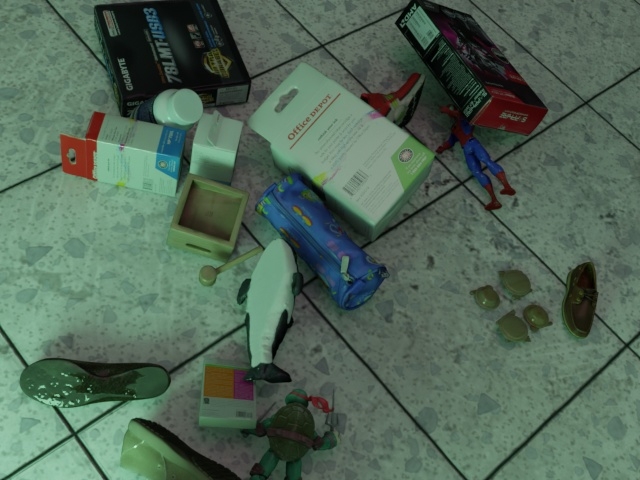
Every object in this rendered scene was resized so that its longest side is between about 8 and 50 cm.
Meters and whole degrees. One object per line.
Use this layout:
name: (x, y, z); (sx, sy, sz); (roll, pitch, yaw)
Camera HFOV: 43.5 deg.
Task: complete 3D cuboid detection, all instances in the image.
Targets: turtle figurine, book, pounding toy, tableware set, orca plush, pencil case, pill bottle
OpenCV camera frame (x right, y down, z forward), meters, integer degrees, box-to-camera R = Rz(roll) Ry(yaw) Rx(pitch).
turtle figurine: (-0.058, 0.339, 1.358); (0.175, 0.118, 0.234); (14, 64, 8)
book: (-0.158, 0.264, 1.388); (0.096, 0.035, 0.144); (5, 31, -8)
pounding toy: (-0.204, 0.002, 1.562); (0.180, 0.094, 0.206); (18, 63, -9)
tableware set: (0.402, 0.136, 1.671); (0.141, 0.020, 0.169); (-16, 61, -26)
orca plush: (-0.068, 0.140, 1.490); (0.102, 0.151, 0.287); (40, 30, -42)
pencil case: (0.000, 0.000, 1.590); (0.119, 0.133, 0.306); (-44, 71, 5)
pill bottle: (-0.313, -0.255, 1.642); (0.094, 0.169, 0.094); (7, 79, -38)

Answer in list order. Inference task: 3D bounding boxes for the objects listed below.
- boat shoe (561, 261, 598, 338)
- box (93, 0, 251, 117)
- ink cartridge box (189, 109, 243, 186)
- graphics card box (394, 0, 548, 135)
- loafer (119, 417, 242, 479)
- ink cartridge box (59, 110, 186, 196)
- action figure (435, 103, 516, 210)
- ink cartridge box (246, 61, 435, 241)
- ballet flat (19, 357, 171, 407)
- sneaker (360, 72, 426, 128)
boat shoe: (0.552, 0.121, 1.695); (0.064, 0.060, 0.178); (18, 54, -3)
box: (-0.339, -0.423, 1.822); (0.293, 0.073, 0.296); (-10, 59, -21)
ink cartridge box: (-0.214, -0.188, 1.649); (0.089, 0.143, 0.092); (12, 55, -7)
graphics card box: (0.361, -0.419, 1.931); (0.232, 0.094, 0.371); (2, 48, -41)
loafer: (-0.217, 0.384, 1.281); (0.268, 0.102, 0.092); (28, 88, 29)
ink cartridge box: (-0.391, -0.175, 1.599); (0.230, 0.134, 0.078); (12, 55, -8)
action figure: (0.324, -0.206, 1.829); (0.139, 0.091, 0.281); (2, 54, -34)
ink cartridge box: (0.038, -0.191, 1.699); (0.353, 0.119, 0.207); (39, 77, 12)
ballet flat: (-0.383, 0.240, 1.377); (0.249, 0.058, 0.084); (-1, 89, -9)
sneaker: (0.151, -0.317, 1.861); (0.118, 0.107, 0.279); (31, 54, 13)
